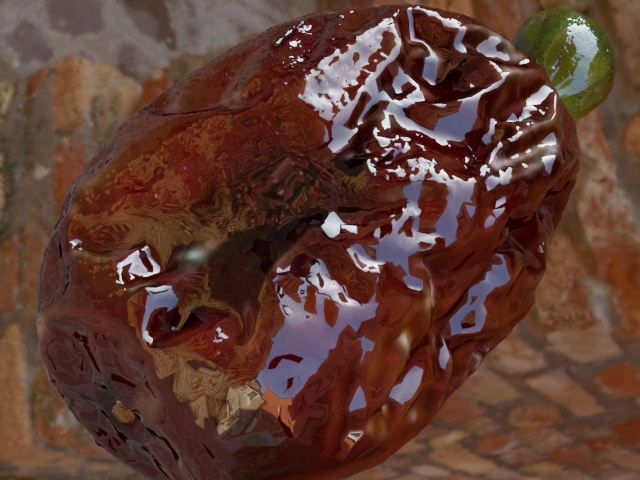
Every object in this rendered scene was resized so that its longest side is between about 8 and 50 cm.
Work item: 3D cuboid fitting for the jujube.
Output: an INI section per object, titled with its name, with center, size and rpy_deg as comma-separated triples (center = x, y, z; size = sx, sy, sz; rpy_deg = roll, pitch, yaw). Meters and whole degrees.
[jujube]
center = 0.000, -0.001, 0.701
size = 0.377, 0.276, 0.276
rpy_deg = -38, 105, -38

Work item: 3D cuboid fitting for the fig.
[fig]
center = 0.245, -0.176, 1.131
size = 0.156, 0.123, 0.123
rpy_deg = -39, 106, -35
